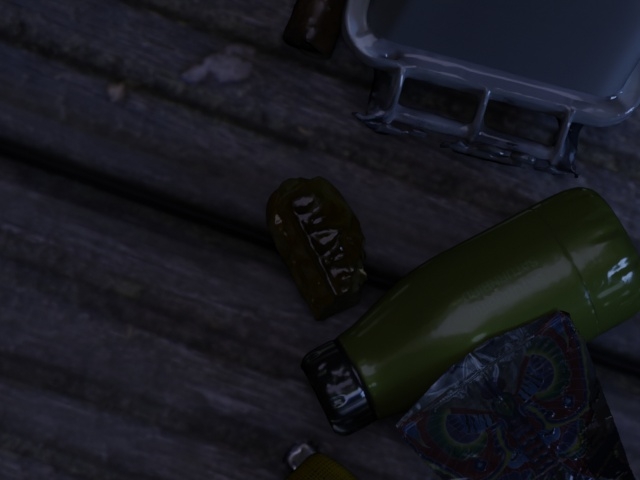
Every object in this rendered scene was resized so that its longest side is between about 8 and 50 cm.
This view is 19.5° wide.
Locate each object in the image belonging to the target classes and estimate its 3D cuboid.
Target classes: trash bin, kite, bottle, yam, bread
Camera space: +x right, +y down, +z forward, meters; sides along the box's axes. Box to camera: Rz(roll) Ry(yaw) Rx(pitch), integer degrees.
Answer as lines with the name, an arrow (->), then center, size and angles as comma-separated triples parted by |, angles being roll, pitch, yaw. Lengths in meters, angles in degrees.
trash bin -> 0.164, -0.232, 1.336 | 0.256, 0.368, 0.296 | 16, 79, -3
kite -> 0.189, 0.196, 1.379 | 0.152, 0.015, 0.285 | -35, 102, -1
bottle -> 0.112, 0.061, 1.411 | 0.260, 0.112, 0.112 | -27, 79, -5
yam -> 0.041, -0.304, 1.526 | 0.045, 0.045, 0.327 | 23, 78, -17
bread -> 0.000, 0.000, 1.456 | 0.066, 0.060, 0.110 | -33, 76, 24

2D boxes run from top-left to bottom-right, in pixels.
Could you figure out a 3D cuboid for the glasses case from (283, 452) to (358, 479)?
glasses case -> -0.055, 0.261, 1.395 | 0.079, 0.064, 0.234 | 43, 82, 13
